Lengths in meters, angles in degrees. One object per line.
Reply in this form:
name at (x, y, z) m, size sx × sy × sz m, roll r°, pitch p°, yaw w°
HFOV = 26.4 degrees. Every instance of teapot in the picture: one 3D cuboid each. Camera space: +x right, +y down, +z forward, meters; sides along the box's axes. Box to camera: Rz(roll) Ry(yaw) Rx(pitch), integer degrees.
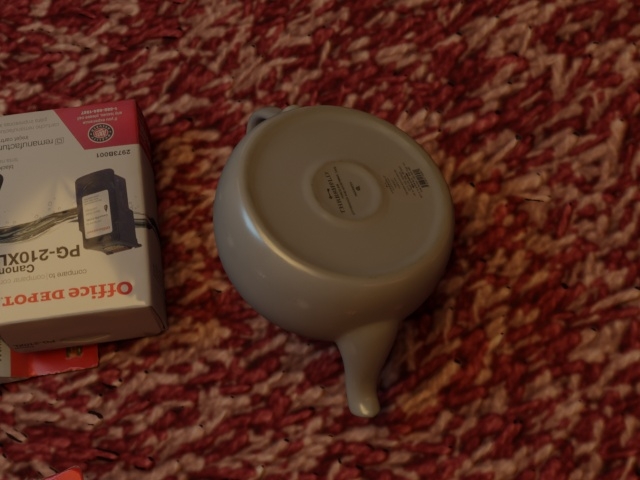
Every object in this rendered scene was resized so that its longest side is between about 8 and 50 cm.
teapot at (0.000, 0.000, 1.355) m, size 0.252 × 0.187 × 0.256 m, roll 26°, pitch 53°, yaw 1°

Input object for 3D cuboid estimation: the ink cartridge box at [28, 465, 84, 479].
ink cartridge box at (-0.318, 0.330, 1.378) m, size 0.231 × 0.078 × 0.134 m, roll -22°, pitch 70°, yaw 6°

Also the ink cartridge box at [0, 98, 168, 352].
ink cartridge box at (-0.262, -0.015, 1.448) m, size 0.172 × 0.100 × 0.237 m, roll -8°, pitch 71°, yaw 0°

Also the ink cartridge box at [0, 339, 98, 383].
ink cartridge box at (-0.365, 0.062, 1.489) m, size 0.232 × 0.066 × 0.189 m, roll -11°, pitch 70°, yaw 15°
